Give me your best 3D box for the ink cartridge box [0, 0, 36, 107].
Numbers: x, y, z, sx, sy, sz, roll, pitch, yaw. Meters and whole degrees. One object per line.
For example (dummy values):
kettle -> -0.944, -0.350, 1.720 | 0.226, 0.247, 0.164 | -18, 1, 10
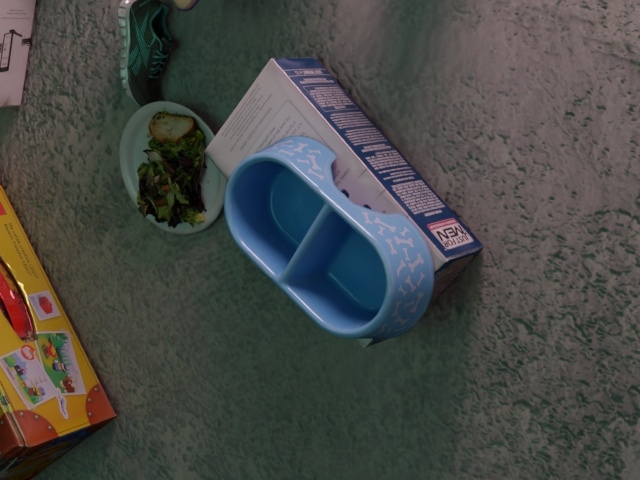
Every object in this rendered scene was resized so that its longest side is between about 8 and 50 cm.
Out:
ink cartridge box -> -0.547, -0.331, 1.781 | 0.148, 0.086, 0.203 | 26, 113, 29

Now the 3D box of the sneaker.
sneaker -> -0.247, -0.271, 1.596 | 0.076, 0.065, 0.166 | 1, 104, 27

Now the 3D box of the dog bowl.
dog bowl -> 0.000, 0.000, 1.327 | 0.297, 0.074, 0.166 | 43, 119, 21

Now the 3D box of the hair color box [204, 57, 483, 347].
hair color box -> 0.024, -0.054, 1.411 | 0.347, 0.105, 0.174 | 51, 122, 18

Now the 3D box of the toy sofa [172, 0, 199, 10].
toy sofa -> -0.088, -0.460, 1.393 | 0.362, 0.150, 0.177 | -42, 79, 33

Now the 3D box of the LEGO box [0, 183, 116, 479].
LEGO box -> -0.618, 0.172, 1.853 | 0.372, 0.193, 0.500 | -36, 77, 34

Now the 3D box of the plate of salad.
plate of salad -> -0.221, -0.101, 1.600 | 0.200, 0.048, 0.199 | 11, 112, 29
